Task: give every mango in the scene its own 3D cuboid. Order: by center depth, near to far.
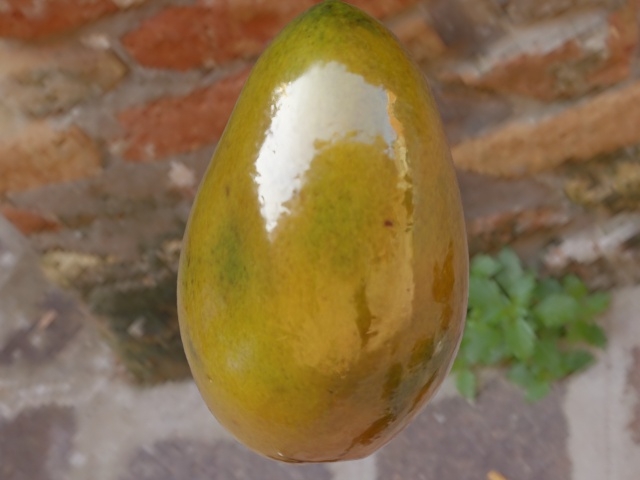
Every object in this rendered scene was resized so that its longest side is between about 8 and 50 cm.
[{"bbox_3d":[0.003,0.005,0.653,0.089,0.163,0.111,-21,54,-38],"label":"mango"}]
